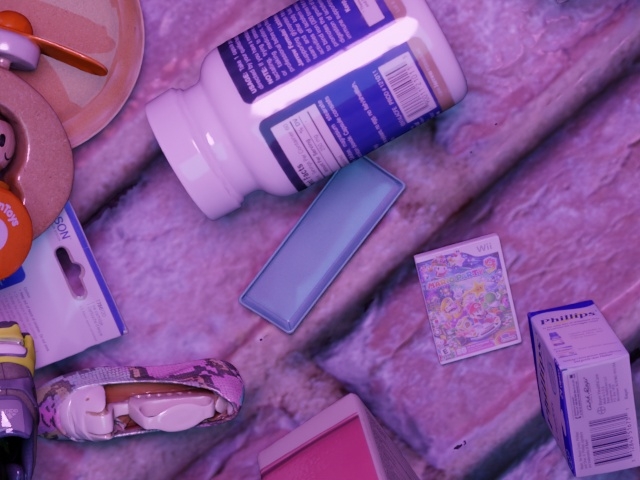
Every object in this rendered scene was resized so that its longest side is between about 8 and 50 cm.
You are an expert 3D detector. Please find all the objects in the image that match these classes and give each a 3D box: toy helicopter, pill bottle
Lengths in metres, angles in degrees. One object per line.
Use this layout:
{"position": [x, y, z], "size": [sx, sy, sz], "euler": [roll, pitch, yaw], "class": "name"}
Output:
{"position": [-0.338, -0.145, 1.423], "size": [0.235, 0.140, 0.355], "euler": [-51, 120, -22], "class": "toy helicopter"}
{"position": [-0.014, -0.133, 1.509], "size": [0.265, 0.153, 0.153], "euler": [-28, 112, 3], "class": "pill bottle"}

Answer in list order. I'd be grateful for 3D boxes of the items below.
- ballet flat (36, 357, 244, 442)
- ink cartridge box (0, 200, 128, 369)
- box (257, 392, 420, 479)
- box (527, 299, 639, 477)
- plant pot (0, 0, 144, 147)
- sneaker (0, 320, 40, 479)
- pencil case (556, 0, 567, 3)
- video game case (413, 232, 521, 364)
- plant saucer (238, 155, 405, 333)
{"position": [-0.183, 0.163, 1.638], "size": [0.222, 0.079, 0.076], "euler": [-7, 112, -5], "class": "ballet flat"}
{"position": [-0.364, 0.069, 1.586], "size": [0.333, 0.065, 0.165], "euler": [-19, 112, 1], "class": "ink cartridge box"}
{"position": [0.036, 0.281, 1.630], "size": [0.127, 0.232, 0.148], "euler": [-33, 111, 6], "class": "box"}
{"position": [0.262, 0.146, 1.661], "size": [0.072, 0.137, 0.126], "euler": [-11, 112, -2], "class": "box"}
{"position": [-0.279, -0.189, 1.516], "size": [0.236, 0.032, 0.236], "euler": [-3, 111, -8], "class": "plant pot"}
{"position": [-0.326, 0.210, 1.570], "size": [0.111, 0.121, 0.300], "euler": [-3, 140, -20], "class": "sneaker"}
{"position": [0.345, -0.296, 1.495], "size": [0.386, 0.160, 0.167], "euler": [-1, 110, -9], "class": "pencil case"}
{"position": [0.149, 0.059, 1.681], "size": [0.087, 0.011, 0.122], "euler": [-16, 112, -2], "class": "video game case"}
{"position": [0.000, 0.000, 1.634], "size": [0.067, 0.018, 0.192], "euler": [34, 104, -18], "class": "plant saucer"}
